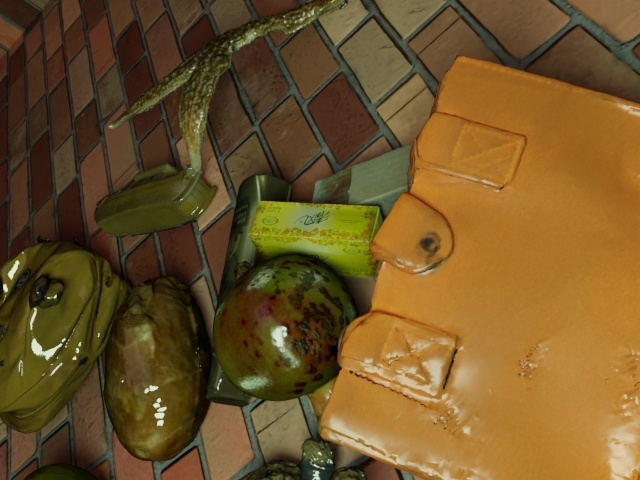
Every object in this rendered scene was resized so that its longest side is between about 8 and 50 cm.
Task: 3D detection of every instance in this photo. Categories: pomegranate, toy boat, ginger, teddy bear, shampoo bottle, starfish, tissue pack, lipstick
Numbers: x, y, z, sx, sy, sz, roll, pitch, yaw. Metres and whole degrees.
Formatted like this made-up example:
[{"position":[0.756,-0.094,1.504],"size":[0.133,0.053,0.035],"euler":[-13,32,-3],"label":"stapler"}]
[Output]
[{"position":[-0.041,0.141,0.845],"size":[0.198,0.198,0.245],"euler":[-3,93,40],"label":"pomegranate"},{"position":[-0.335,-0.085,1.284],"size":[0.321,0.089,0.121],"euler":[-10,53,36],"label":"toy boat"},{"position":[-0.251,0.176,1.020],"size":[0.165,0.172,0.321],"euler":[-2,55,-4],"label":"ginger"},{"position":[-0.018,0.335,0.757],"size":[0.182,0.129,0.251],"euler":[-45,14,-20],"label":"teddy bear"},{"position":[-0.111,0.073,0.999],"size":[0.125,0.084,0.350],"euler":[144,138,-61],"label":"shampoo bottle"},{"position":[-0.187,-0.313,1.224],"size":[0.384,0.132,0.398],"euler":[-6,48,46],"label":"starfish"},{"position":[0.000,0.000,0.898],"size":[0.176,0.095,0.062],"euler":[3,57,20],"label":"tissue pack"},{"position":[0.157,-0.088,0.862],"size":[0.372,0.076,0.079],"euler":[-18,49,34],"label":"lipstick"}]

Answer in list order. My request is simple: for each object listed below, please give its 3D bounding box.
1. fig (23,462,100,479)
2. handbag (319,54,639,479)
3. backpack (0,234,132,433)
[{"position":[-0.398,0.441,1.003],"size":[0.191,0.181,0.180],"euler":[12,74,19],"label":"fig"},{"position":[0.194,0.045,0.641],"size":[0.304,0.116,0.410],"euler":[19,79,11],"label":"handbag"},{"position":[-0.539,0.172,1.244],"size":[0.354,0.201,0.377],"euler":[-7,60,43],"label":"backpack"}]
